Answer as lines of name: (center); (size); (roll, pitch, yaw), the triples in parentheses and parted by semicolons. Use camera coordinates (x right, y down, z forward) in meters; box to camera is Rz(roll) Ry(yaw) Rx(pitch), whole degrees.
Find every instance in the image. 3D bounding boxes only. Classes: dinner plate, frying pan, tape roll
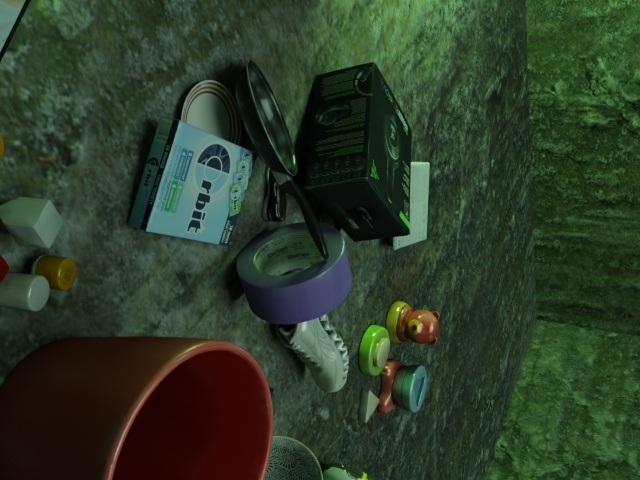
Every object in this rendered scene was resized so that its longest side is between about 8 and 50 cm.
dinner plate: (-0.172, -0.177, 0.937); (0.141, 0.017, 0.141); (-22, 116, -57)
frying pan: (-0.064, -0.138, 1.003); (0.197, 0.053, 0.326); (-83, 152, -68)
tape roll: (-0.044, 0.052, 1.034); (0.189, 0.189, 0.080); (-50, 137, -43)

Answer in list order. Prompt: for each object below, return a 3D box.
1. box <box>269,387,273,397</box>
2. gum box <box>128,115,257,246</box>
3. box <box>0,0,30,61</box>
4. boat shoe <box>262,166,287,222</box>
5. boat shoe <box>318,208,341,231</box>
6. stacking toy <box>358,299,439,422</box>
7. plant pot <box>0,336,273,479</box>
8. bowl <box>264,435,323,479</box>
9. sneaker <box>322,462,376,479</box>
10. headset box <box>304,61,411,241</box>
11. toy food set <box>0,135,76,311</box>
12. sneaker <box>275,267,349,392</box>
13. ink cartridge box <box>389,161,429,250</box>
box: (-0.143, 0.301, 1.018); (0.162, 0.029, 0.116); (28, 72, -59)
gum box: (-0.182, -0.080, 0.890); (0.184, 0.041, 0.157); (13, 94, -60)
box: (-0.332, -0.212, 0.510); (0.087, 0.169, 0.290); (39, 64, -53)
boat shoe: (-0.076, -0.095, 1.096); (0.046, 0.038, 0.125); (14, 84, -60)
boat shoe: (0.000, -0.001, 1.251); (0.153, 0.048, 0.056); (-67, 153, -14)
stacking toy: (0.220, 0.337, 1.605); (0.279, 0.130, 0.309); (-17, 110, -58)
plant pot: (-0.227, 0.229, 0.702); (0.275, 0.243, 0.275); (-19, 112, -57)
bowl: (-0.082, 0.456, 1.117); (0.080, 0.170, 0.170); (99, 14, -60)
sneaker: (0.082, 0.676, 1.428); (0.147, 0.145, 0.384); (-53, 137, -41)
headset box: (0.085, -0.160, 1.213); (0.246, 0.131, 0.283); (45, 44, -53)
toy food set: (-0.352, -0.008, 0.620); (0.232, 0.105, 0.111); (85, 13, -54)
sneaker: (-0.029, 0.188, 1.188); (0.118, 0.110, 0.292); (-37, 119, -41)
ink cartridge box: (0.226, -0.096, 1.608); (0.224, 0.045, 0.223); (-14, 108, -57)
